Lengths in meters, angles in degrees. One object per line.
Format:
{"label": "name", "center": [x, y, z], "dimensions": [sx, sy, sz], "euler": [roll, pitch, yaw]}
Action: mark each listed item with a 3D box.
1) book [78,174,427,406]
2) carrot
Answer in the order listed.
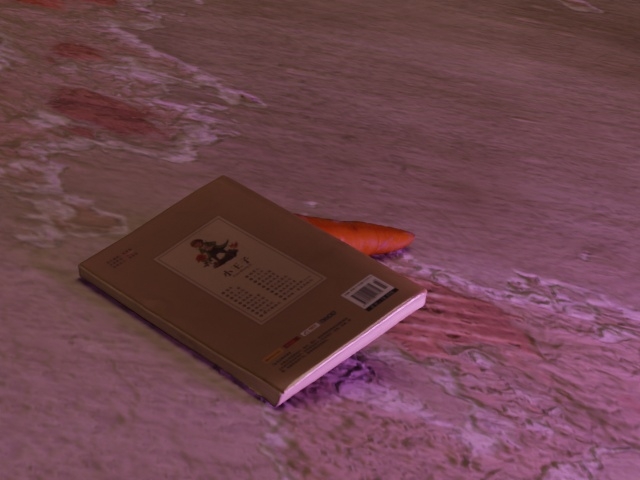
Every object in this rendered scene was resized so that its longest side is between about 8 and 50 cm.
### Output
{"label": "book", "center": [-0.047, 0.028, 1.259], "dimensions": [0.138, 0.016, 0.199], "euler": [-33, 46, -32]}
{"label": "carrot", "center": [0.000, 0.000, 1.403], "dimensions": [0.216, 0.048, 0.048], "euler": [-1, 26, -46]}
